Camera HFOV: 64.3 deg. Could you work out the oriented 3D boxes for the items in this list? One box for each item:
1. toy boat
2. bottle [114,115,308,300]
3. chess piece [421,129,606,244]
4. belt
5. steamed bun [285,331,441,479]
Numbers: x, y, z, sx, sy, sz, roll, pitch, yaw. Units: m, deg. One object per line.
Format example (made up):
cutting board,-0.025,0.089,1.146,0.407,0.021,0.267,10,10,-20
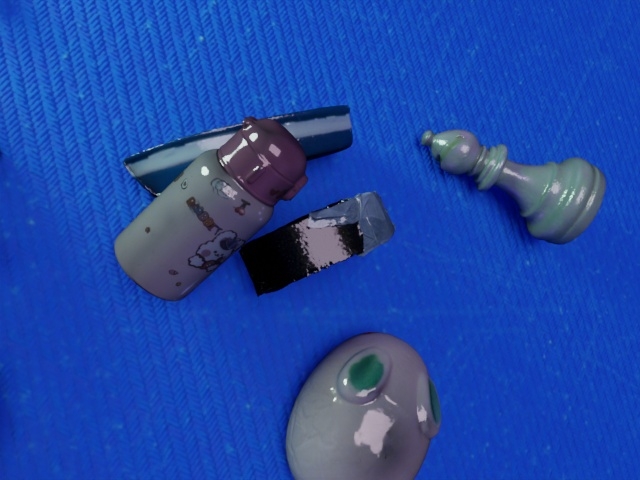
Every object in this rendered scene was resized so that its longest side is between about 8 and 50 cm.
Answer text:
toy boat,-0.098,-0.116,0.665,0.300,0.096,0.061,-17,96,-18
bottle,-0.117,-0.039,0.579,0.233,0.110,0.110,-40,96,13
chess piece,0.280,-0.104,0.791,0.272,0.139,0.139,23,74,-2
belt,0.000,0.000,0.644,0.199,0.151,0.078,-23,88,-14
steamed bun,0.060,0.228,0.640,0.177,0.131,0.228,32,74,-11
